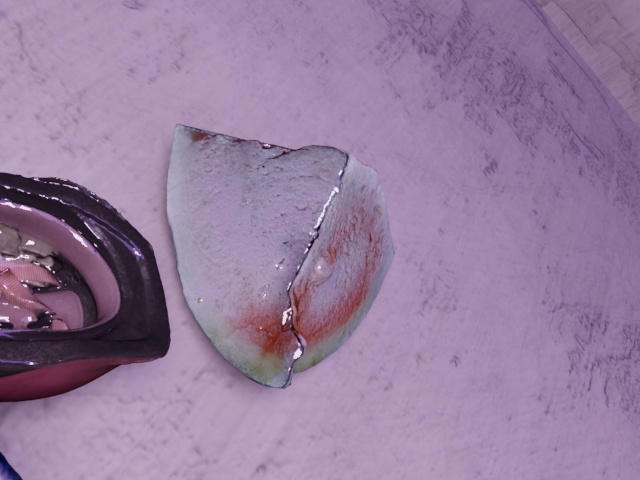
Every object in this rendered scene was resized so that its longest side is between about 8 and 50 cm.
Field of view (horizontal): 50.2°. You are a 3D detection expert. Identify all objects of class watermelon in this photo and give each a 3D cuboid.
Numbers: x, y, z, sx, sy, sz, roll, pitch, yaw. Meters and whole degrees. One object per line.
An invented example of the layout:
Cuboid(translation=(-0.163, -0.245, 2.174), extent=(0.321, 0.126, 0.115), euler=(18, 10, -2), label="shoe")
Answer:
Cuboid(translation=(0.000, 0.000, 0.727), extent=(0.289, 0.214, 0.320), euler=(12, 46, -38), label="watermelon")

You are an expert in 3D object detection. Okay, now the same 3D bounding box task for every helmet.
Cuboid(translation=(-0.258, 0.042, 0.523), extent=(0.253, 0.154, 0.198), euler=(36, 23, -45), label="helmet")

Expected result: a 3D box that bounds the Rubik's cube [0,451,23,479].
Cuboid(translation=(-0.349, 0.133, 0.281), extent=(0.292, 0.287, 0.293), euler=(50, 43, -4), label="Rubik's cube")
